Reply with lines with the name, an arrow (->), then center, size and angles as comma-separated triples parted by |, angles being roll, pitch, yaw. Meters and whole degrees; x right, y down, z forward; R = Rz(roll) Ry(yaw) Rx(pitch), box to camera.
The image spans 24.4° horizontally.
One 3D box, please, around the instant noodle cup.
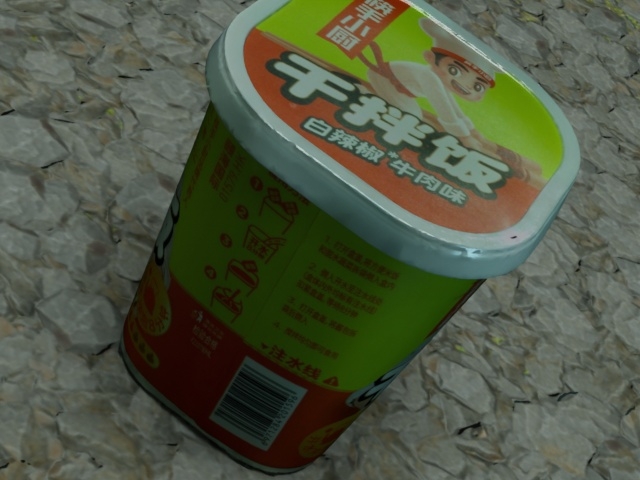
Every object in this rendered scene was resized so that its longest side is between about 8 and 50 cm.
instant noodle cup -> 0.000, 0.000, 1.140 | 0.294, 0.308, 0.294 | 19, 40, -17
